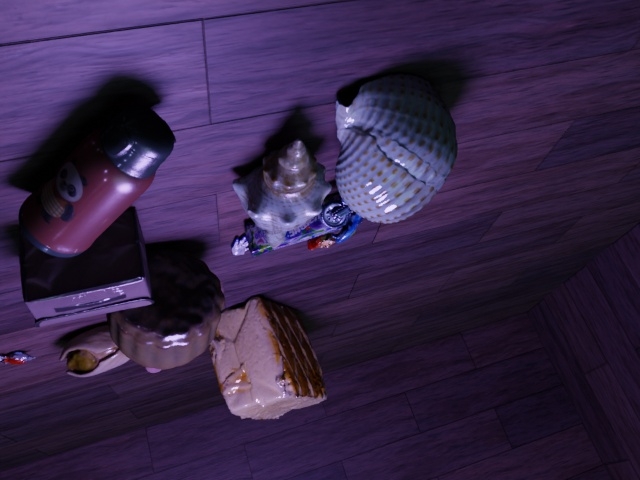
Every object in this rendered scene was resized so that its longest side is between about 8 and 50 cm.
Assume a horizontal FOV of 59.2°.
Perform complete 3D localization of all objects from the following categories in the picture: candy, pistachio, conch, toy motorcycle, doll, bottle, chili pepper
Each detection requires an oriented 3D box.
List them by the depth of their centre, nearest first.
[{"bbox_3d":[-0.397,-0.111,1.017,0.336,0.144,0.144,-36,151,26],"label":"bottle"},{"bbox_3d":[0.166,-0.179,1.197,0.303,0.215,0.319,-37,148,5],"label":"conch"},{"bbox_3d":[-0.098,-0.087,1.247,0.169,0.203,0.386,-57,177,-49],"label":"conch"},{"bbox_3d":[0.113,-0.102,1.407,0.254,0.092,0.135,-42,113,7],"label":"toy motorcycle"},{"bbox_3d":[-0.045,-0.045,1.473,0.313,0.088,0.061,-17,161,-8],"label":"candy"},{"bbox_3d":[0.000,0.000,1.596,0.059,0.050,0.268,-14,179,-13],"label":"chili pepper"},{"bbox_3d":[-0.926,0.358,1.709,0.114,0.039,0.057,-4,125,-15],"label":"doll"},{"bbox_3d":[-0.677,0.335,1.731,0.238,0.137,0.153,-22,-175,-12],"label":"pistachio"}]

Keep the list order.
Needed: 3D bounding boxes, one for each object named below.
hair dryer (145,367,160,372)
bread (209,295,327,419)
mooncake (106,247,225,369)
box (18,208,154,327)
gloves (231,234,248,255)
[{"bbox_3d":[-0.497,0.290,1.693,0.211,0.125,0.352,-2,131,-33],"label":"hair dryer"},{"bbox_3d":[-0.194,0.431,2.012,0.279,0.390,0.371,-32,155,14],"label":"bread"},{"bbox_3d":[-0.383,0.159,1.404,0.291,0.290,0.161,-8,150,-25],"label":"mooncake"},{"bbox_3d":[-0.507,0.058,1.230,0.252,0.188,0.153,-9,156,-18],"label":"box"},{"bbox_3d":[-0.210,0.009,1.541,0.064,0.026,0.086,-6,148,-31],"label":"gloves"}]
